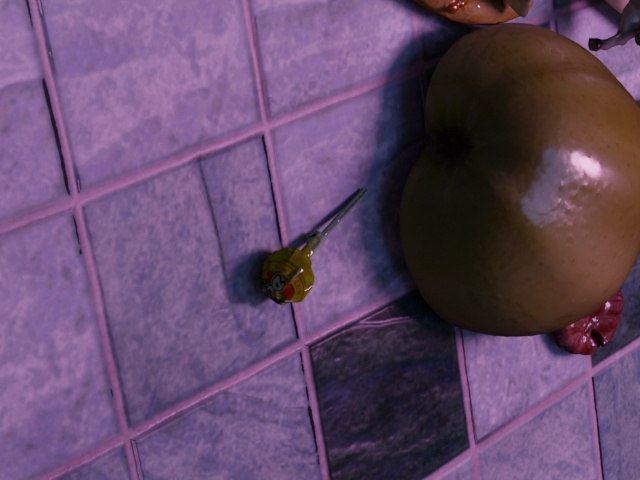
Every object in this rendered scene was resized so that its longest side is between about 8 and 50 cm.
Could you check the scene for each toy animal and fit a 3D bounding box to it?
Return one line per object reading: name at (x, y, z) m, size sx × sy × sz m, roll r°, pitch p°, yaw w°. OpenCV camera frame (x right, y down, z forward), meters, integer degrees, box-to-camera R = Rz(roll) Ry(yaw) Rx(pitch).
toy animal at (0.389, -0.340, 1.817) m, size 0.170 × 0.089 × 0.255 m, roll -7°, pitch 105°, yaw -49°

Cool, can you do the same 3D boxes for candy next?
candy at (0.000, 0.000, 1.644) m, size 0.058 × 0.062 × 0.194 m, roll 38°, pitch 51°, yaw 6°

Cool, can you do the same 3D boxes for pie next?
pie at (0.352, 0.079, 2.009) m, size 0.153 × 0.038 × 0.154 m, roll -6°, pitch 99°, yaw -45°

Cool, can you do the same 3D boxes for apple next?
apple at (0.241, -0.066, 1.807) m, size 0.360 × 0.311 × 0.320 m, roll 19°, pitch 43°, yaw -52°

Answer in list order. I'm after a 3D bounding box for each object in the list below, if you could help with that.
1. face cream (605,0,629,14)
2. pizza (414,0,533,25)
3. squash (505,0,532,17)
face cream at (0.368, -0.397, 1.903) m, size 0.348 × 0.081 × 0.174 m, roll 26°, pitch 78°, yaw -44°
pizza at (0.151, -0.371, 1.695) m, size 0.335 × 0.086 × 0.226 m, roll 33°, pitch 76°, yaw -42°
squash at (0.263, -0.377, 1.632) m, size 0.204 × 0.155 × 0.237 m, roll 19°, pitch 86°, yaw -46°
